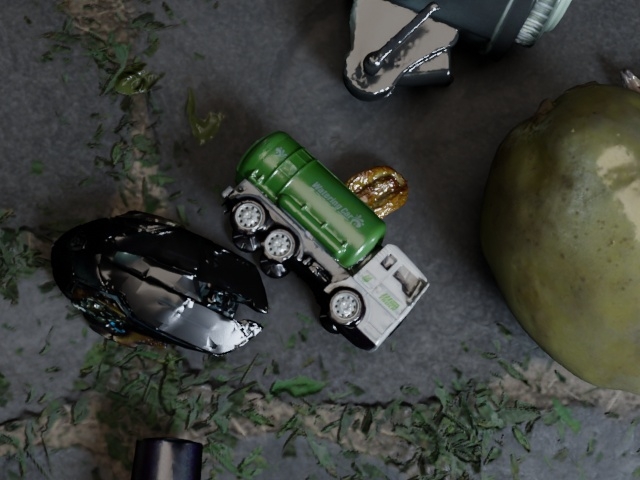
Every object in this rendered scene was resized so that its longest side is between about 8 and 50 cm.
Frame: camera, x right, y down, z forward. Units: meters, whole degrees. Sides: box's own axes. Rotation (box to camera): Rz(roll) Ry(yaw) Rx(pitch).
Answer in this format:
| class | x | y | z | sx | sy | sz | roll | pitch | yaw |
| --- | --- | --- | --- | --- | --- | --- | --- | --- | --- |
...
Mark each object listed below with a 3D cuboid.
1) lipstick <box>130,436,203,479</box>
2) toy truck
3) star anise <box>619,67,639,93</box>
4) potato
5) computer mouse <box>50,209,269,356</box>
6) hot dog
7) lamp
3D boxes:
| class | x | y | z | sx | sy | sz | roll | pitch | yaw |
| --- | --- | --- | --- | --- | --- | --- | --- | --- | --- |
| lipstick | -0.161 | 0.397 | 0.744 | 0.077 | 0.077 | 0.418 | 4 | 77 | -4 |
| toy truck | 0.000 | 0.000 | 0.845 | 0.242 | 0.101 | 0.125 | 44 | 77 | 5 |
| star anise | 0.423 | -0.129 | 0.939 | 0.208 | 0.063 | 0.172 | -13 | 73 | -5 |
| potato | 0.300 | 0.011 | 0.802 | 0.326 | 0.221 | 0.243 | 46 | 115 | 8 |
| computer mouse | -0.169 | 0.042 | 0.834 | 0.241 | 0.077 | 0.146 | 19 | 77 | 0 |
| hot dog | 0.060 | -0.050 | 0.897 | 0.083 | 0.035 | 0.058 | -29 | 77 | -11 |
| lamp | 0.159 | -0.338 | 0.890 | 0.272 | 0.205 | 0.374 | 4 | 92 | 1 |
